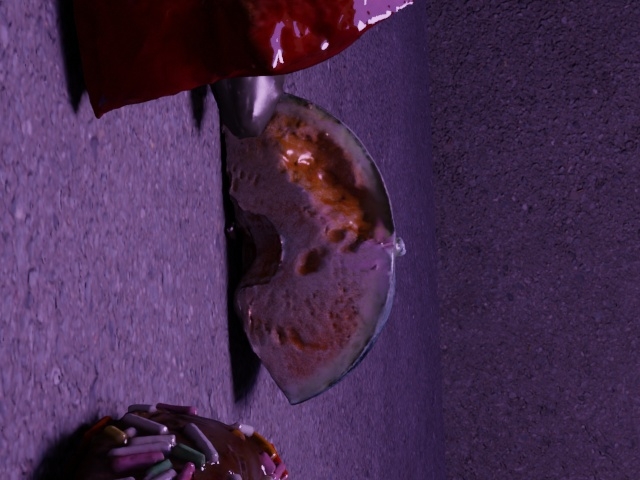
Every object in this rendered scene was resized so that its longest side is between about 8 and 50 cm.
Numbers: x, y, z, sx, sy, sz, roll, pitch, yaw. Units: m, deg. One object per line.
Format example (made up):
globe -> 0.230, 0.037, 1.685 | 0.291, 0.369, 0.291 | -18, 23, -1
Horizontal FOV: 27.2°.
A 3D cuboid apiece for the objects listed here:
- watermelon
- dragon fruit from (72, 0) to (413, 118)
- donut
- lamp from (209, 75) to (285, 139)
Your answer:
watermelon -> 0.006, 0.000, 1.374 | 0.188, 0.175, 0.322 | -3, 90, -78
dragon fruit -> -0.036, -0.250, 1.043 | 0.240, 0.330, 0.302 | 173, -89, -79
donut -> -0.097, 0.244, 0.909 | 0.345, 0.136, 0.259 | -56, 144, -74
lamp -> -0.069, -0.217, 1.263 | 0.101, 0.101, 0.250 | 57, 34, -68
